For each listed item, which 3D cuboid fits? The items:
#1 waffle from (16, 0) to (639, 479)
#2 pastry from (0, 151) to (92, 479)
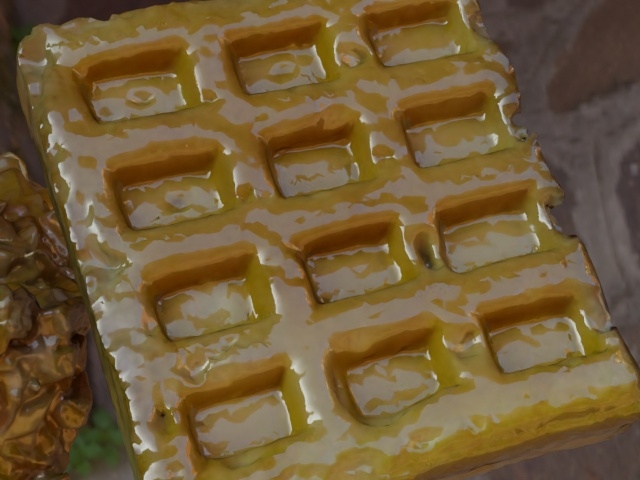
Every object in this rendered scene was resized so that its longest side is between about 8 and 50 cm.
[{"bbox_3d":[0.000,0.000,0.743,0.221,0.055,0.248,-13,66,-16],"label":"waffle"},{"bbox_3d":[-0.177,0.048,0.871,0.102,0.154,0.250,17,17,-18],"label":"pastry"}]
